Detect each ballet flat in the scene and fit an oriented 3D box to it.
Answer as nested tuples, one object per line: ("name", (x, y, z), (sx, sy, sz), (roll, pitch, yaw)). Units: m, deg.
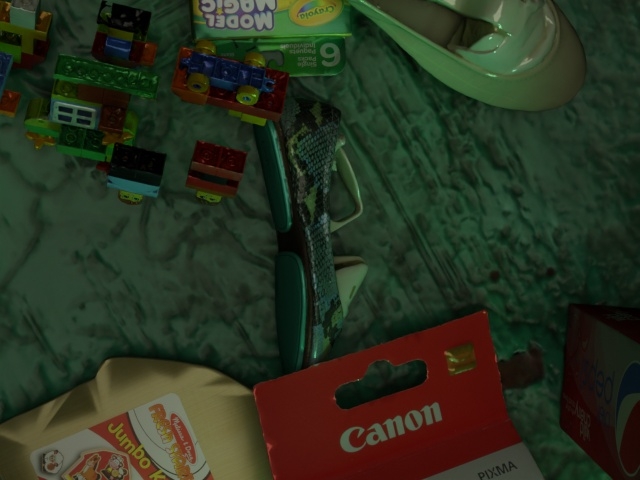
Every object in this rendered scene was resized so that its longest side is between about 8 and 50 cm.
("ballet flat", (0.000, 0.000, 0.946), (0.070, 0.070, 0.189), (-6, 99, -4))
("ballet flat", (0.076, -0.149, 0.899), (0.248, 0.086, 0.086), (25, 93, -20))

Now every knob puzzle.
("knob puzzle", (-0.099, 0.163, 0.967), (0.213, 0.030, 0.213), (0, 95, -4))

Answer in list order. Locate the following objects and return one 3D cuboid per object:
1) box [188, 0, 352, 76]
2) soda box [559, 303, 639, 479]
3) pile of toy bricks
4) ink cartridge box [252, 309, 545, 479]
("box", (-0.035, -0.193, 0.933), (0.105, 0.043, 0.179), (-3, 97, -5))
("soda box", (0.212, 0.099, 0.867), (0.083, 0.263, 0.092), (4, 95, -4))
("pile of toy bricks", (-0.135, -0.076, 0.910), (0.212, 0.105, 0.118), (14, 63, -6))
("ink cartridge box", (0.068, 0.177, 0.938), (0.181, 0.056, 0.225), (-16, 101, -24))
